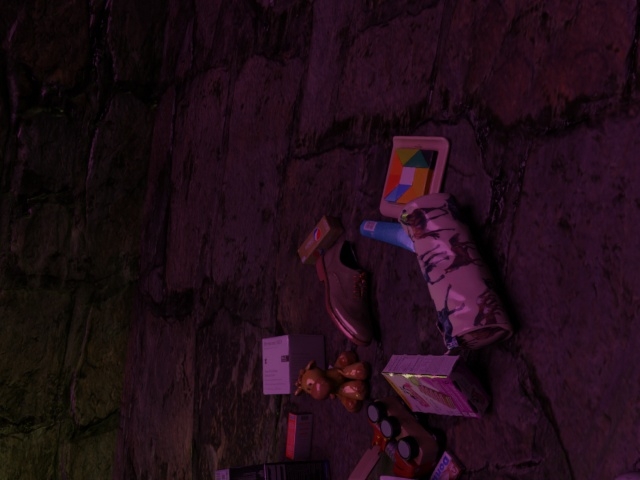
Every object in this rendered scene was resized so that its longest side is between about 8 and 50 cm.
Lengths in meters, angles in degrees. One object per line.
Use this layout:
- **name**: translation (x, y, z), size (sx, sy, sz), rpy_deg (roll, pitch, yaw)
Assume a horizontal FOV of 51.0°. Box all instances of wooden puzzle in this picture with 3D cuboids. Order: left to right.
- **wooden puzzle**: translation (0.257, -0.176, 1.899), size (0.221, 0.044, 0.238), rpy_deg (13, 95, 52)

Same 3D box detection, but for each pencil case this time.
- **pencil case**: translation (0.323, 0.076, 1.678), size (0.184, 0.160, 0.410), rpy_deg (-29, 61, 24)

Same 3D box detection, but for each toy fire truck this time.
- **toy fire truck**: translation (0.189, 0.576, 1.810), size (0.217, 0.159, 0.246), rpy_deg (42, 130, 46)

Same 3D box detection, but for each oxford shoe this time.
- **oxford shoe**: translation (0.089, 0.151, 2.012), size (0.130, 0.123, 0.348), rpy_deg (-46, 51, 32)

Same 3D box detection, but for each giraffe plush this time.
- **giraffe plush**: translation (0.021, 0.420, 2.016), size (0.210, 0.171, 0.181), rpy_deg (5, 89, 53)

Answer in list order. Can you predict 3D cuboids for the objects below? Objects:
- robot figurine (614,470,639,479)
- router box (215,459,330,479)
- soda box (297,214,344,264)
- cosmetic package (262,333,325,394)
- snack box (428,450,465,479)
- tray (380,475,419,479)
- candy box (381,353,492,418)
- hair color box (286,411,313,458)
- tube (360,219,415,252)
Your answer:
- **robot figurine**: translation (0.566, 0.564, 1.258), size (0.278, 0.174, 0.209), rpy_deg (-50, 44, 15)
- **router box**: translation (-0.157, 0.754, 2.138), size (0.309, 0.243, 0.081), rpy_deg (-28, 60, 48)
- **soda box**: translation (0.000, 0.000, 2.195), size (0.181, 0.061, 0.058), rpy_deg (-51, 47, 36)
- **cosmetic package**: translation (-0.086, 0.402, 2.173), size (0.151, 0.151, 0.183), rpy_deg (-18, 70, 49)
- **snack box**: translation (0.310, 0.631, 1.729), size (0.064, 0.022, 0.178), rpy_deg (46, 121, 47)
- **tray**: translation (0.271, 0.674, 1.680), size (0.270, 0.030, 0.145), rpy_deg (-7, 102, 38)
- **candy box**: translation (0.288, 0.363, 1.685), size (0.233, 0.159, 0.071), rpy_deg (-11, 33, 52)
- **hair color box**: translation (-0.068, 0.633, 2.183), size (0.043, 0.072, 0.141), rpy_deg (1, 85, 53)
- **tube**: translation (0.205, -0.022, 1.946), size (0.207, 0.052, 0.080), rpy_deg (14, 101, 47)
